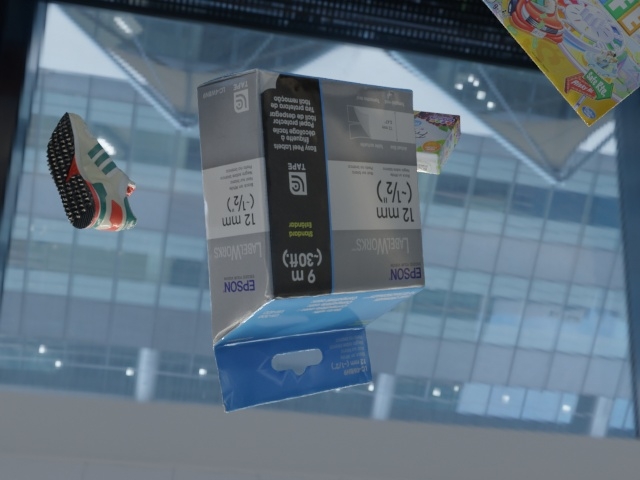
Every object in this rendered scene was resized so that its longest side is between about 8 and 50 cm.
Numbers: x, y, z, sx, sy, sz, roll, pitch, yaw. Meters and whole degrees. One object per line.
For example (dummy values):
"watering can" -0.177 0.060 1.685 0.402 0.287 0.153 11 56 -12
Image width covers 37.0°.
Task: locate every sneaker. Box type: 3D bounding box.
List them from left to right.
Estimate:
"sneaker" -0.247 -0.071 1.051 0.075 0.057 0.161 14 -141 -44

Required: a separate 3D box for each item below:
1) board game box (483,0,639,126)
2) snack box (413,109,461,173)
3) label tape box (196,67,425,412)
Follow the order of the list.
"board game box" 0.229 -0.192 0.842 0.154 0.103 0.026 51 -164 4
"snack box" 0.111 -0.140 1.310 0.141 0.037 0.100 9 -137 23
"label tape box" 0.000 0.000 1.059 0.115 0.348 0.249 -9 175 44
